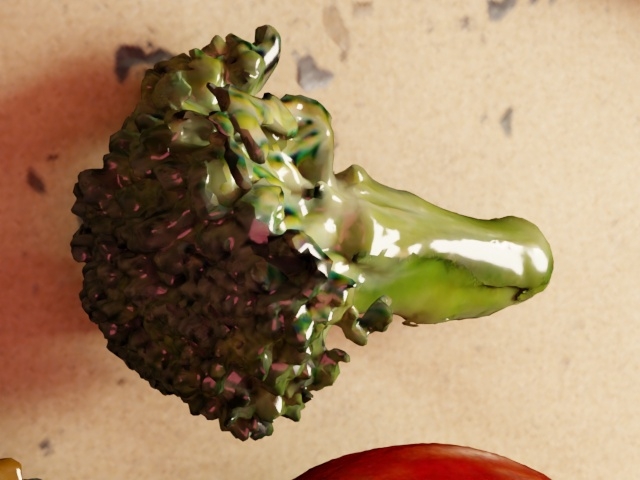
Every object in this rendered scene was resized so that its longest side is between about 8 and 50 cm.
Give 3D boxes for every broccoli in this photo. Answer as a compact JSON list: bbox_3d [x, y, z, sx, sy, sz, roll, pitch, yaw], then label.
[{"bbox_3d":[-0.013,-0.014,0.975,0.275,0.177,0.198,-21,70,-46],"label":"broccoli"}]

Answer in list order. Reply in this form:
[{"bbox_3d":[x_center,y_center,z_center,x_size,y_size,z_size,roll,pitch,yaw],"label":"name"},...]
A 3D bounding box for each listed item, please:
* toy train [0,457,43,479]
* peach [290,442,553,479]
[{"bbox_3d":[-0.187,0.257,0.867,0.232,0.163,0.369,-10,87,-37],"label":"toy train"},{"bbox_3d":[0.060,0.223,0.964,0.275,0.248,0.245,-33,91,-29],"label":"peach"}]
